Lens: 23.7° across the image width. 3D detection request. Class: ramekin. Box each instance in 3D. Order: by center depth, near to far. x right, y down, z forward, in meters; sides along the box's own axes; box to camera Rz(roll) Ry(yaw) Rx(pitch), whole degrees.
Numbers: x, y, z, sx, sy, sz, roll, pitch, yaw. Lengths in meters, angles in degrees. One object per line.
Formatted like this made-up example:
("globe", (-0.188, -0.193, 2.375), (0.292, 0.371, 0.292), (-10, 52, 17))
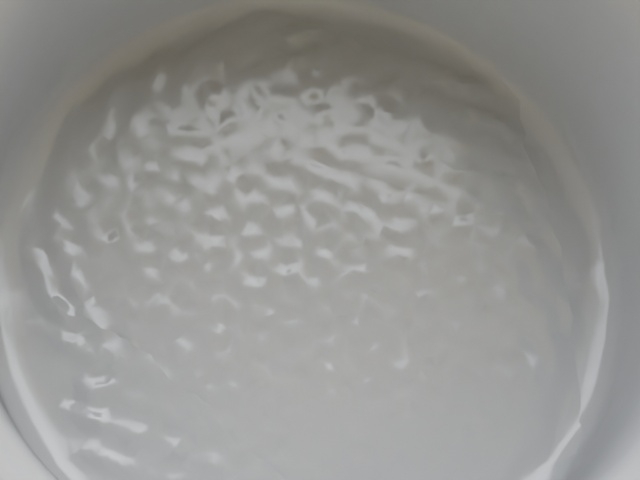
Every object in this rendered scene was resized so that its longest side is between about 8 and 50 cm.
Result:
("ramekin", (0.000, 0.000, 0.482), (0.277, 0.277, 0.135), (-6, -17, -8))
